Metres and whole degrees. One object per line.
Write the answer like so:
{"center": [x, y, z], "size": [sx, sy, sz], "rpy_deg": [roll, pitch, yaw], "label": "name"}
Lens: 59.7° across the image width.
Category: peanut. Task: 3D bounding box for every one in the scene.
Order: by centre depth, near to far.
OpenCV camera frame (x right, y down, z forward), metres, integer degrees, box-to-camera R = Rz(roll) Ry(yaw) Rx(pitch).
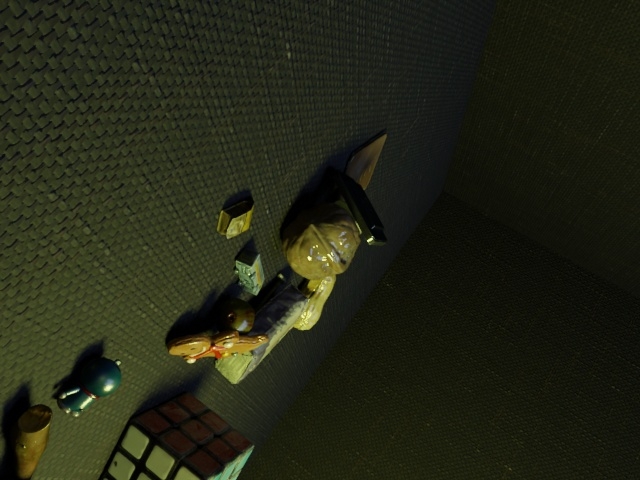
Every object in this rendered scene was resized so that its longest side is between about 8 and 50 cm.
{"center": [-0.030, 0.229, 2.323], "size": [0.305, 0.147, 0.147], "rpy_deg": [-59, 164, -8], "label": "peanut"}

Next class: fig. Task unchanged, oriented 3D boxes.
{"center": [-0.267, 0.256, 1.755], "size": [0.124, 0.124, 0.236], "rpy_deg": [-52, 173, -18], "label": "fig"}

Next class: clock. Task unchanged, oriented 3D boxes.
{"center": [0.148, -0.113, 1.953], "size": [0.049, 0.278, 0.273], "rpy_deg": [-30, 171, 14], "label": "clock"}

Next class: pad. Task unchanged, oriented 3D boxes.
{"center": [0.152, -0.262, 2.163], "size": [0.284, 0.018, 0.286], "rpy_deg": [-40, 156, -46], "label": "pad"}

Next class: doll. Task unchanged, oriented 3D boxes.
{"center": [-0.504, 0.318, 1.233], "size": [0.152, 0.085, 0.114], "rpy_deg": [-44, 150, -10], "label": "doll"}

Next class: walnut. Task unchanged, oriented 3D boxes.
{"center": [0.003, -0.001, 1.838], "size": [0.273, 0.273, 0.227], "rpy_deg": [93, -4, -59], "label": "walnut"}

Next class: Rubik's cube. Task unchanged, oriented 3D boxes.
{"center": [-0.441, 0.701, 1.706], "size": [0.301, 0.304, 0.305], "rpy_deg": [-62, 161, 11], "label": "Rubik's cube"}

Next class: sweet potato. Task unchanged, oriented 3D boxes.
{"center": [-0.602, 0.415, 1.145], "size": [0.077, 0.077, 0.243], "rpy_deg": [-33, 159, -55], "label": "sweet potato"}

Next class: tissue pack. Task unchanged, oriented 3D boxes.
{"center": [-0.201, 0.323, 1.972], "size": [0.344, 0.125, 0.242], "rpy_deg": [-43, 169, -44], "label": "tissue pack"}

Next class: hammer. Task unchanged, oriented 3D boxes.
{"center": [-0.194, 0.200, 1.997], "size": [0.195, 0.028, 0.060], "rpy_deg": [-52, 157, -16], "label": "hammer"}

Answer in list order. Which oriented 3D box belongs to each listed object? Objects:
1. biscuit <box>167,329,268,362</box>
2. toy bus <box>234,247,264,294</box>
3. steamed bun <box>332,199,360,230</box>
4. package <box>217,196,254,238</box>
{"center": [-0.310, 0.315, 1.626], "size": [0.205, 0.049, 0.324], "rpy_deg": [-24, 155, 23], "label": "biscuit"}
{"center": [-0.214, 0.097, 1.695], "size": [0.190, 0.064, 0.075], "rpy_deg": [89, 24, -62], "label": "toy bus"}
{"center": [0.056, -0.036, 2.060], "size": [0.242, 0.146, 0.164], "rpy_deg": [-45, 162, -24], "label": "steamed bun"}
{"center": [-0.208, -0.061, 1.450], "size": [0.131, 0.047, 0.071], "rpy_deg": [-32, 146, -52], "label": "package"}
